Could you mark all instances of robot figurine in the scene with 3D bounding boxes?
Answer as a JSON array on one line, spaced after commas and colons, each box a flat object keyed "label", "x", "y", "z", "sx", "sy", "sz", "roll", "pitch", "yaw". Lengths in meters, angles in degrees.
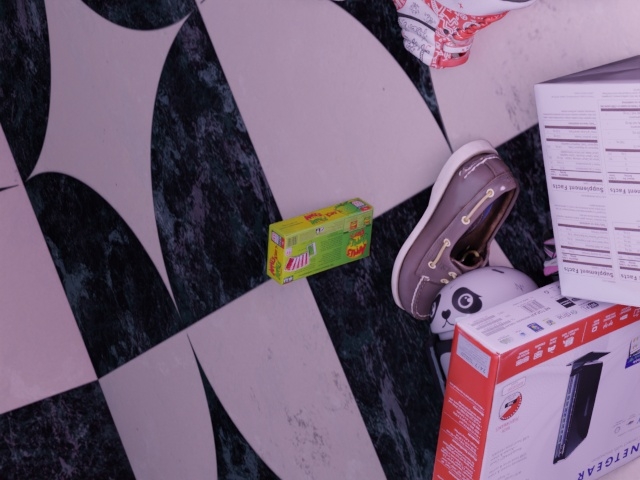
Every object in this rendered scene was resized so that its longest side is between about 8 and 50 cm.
[{"label": "robot figurine", "x": 0.258, "y": 0.174, "z": 2.034, "sx": 0.173, "sy": 0.209, "sz": 0.278, "roll": -11, "pitch": -98, "yaw": -85}]

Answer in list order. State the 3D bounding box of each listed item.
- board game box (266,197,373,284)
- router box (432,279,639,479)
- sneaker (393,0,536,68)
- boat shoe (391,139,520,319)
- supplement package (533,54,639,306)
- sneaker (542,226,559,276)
[{"label": "board game box", "x": 0.000, "y": 0.000, "z": 2.316, "sx": 0.043, "sy": 0.181, "sz": 0.092, "roll": 36, "pitch": 132, "yaw": 42}, {"label": "router box", "x": 0.302, "y": 0.196, "z": 1.841, "sx": 0.082, "sy": 0.335, "sz": 0.301, "roll": 36, "pitch": 134, "yaw": 41}, {"label": "sneaker", "x": 0.206, "y": -0.307, "z": 1.972, "sx": 0.270, "sy": 0.090, "sz": 0.145, "roll": 20, "pitch": 129, "yaw": 46}, {"label": "boat shoe", "x": 0.198, "y": 0.006, "z": 2.102, "sx": 0.097, "sy": 0.116, "sz": 0.324, "roll": 51, "pitch": 135, "yaw": 33}, {"label": "supplement package", "x": 0.403, "y": -0.076, "z": 1.690, "sx": 0.198, "sy": 0.199, "sz": 0.263, "roll": 7, "pitch": 110, "yaw": 53}, {"label": "sneaker", "x": 0.352, "y": -0.008, "z": 1.917, "sx": 0.178, "sy": 0.072, "sz": 0.077, "roll": -26, "pitch": 73, "yaw": 50}]
